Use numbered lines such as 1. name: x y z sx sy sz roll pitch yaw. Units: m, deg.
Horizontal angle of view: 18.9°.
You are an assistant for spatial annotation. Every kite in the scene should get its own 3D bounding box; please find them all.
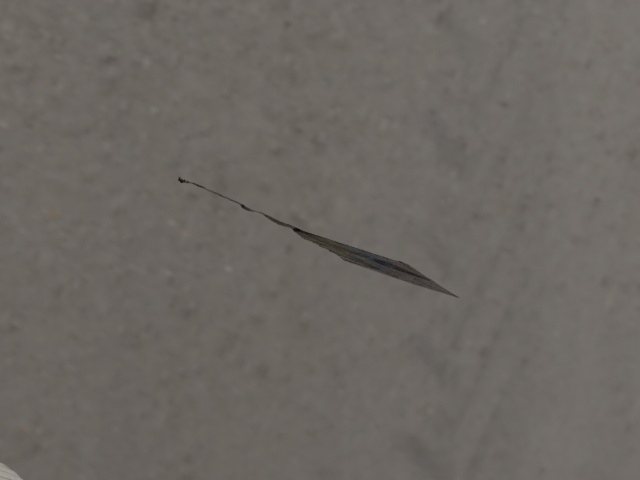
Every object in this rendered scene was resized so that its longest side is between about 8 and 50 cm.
1. kite: 0.004 0.001 0.498 0.078 0.044 0.002 26 82 -39

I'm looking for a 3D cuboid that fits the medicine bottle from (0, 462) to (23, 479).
1. medicine bottle: -0.289 0.111 0.606 0.384 0.224 0.224 23 90 -37
